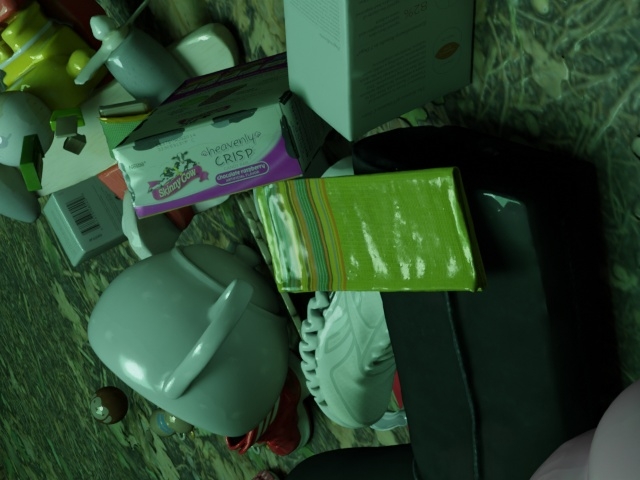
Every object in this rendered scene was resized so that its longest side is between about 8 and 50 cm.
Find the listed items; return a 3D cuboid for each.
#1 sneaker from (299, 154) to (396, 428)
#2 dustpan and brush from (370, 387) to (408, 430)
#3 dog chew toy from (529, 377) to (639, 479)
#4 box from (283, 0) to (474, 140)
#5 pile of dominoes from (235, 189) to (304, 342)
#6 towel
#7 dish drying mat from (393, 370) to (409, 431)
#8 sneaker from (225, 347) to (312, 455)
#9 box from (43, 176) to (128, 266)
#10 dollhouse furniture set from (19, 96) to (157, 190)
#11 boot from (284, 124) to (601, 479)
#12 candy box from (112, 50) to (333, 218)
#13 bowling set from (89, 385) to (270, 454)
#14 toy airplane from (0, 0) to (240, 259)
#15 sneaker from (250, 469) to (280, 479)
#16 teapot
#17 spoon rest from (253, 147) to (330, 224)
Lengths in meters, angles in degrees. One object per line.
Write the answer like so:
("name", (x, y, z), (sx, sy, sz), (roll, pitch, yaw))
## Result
("sneaker", (0.053, 0.066, 1.456), (0.118, 0.110, 0.292), (23, 124, 36))
("dustpan and brush", (0.113, 0.175, 1.522), (0.147, 0.060, 0.211), (65, 157, -4))
("dog chew toy", (0.267, 0.182, 1.051), (0.206, 0.207, 0.331), (52, 141, 25))
("box", (0.047, -0.189, 1.198), (0.091, 0.130, 0.170), (43, 149, 37))
("pile of dominoes", (-0.027, 0.058, 1.697), (0.196, 0.040, 0.251), (-131, 16, -79))
("towel", (0.034, -0.005, 1.211), (0.237, 0.021, 0.102), (-2, 108, 49))
("dish drying mat", (0.093, 0.175, 1.630), (0.032, 0.008, 0.083), (-1, 112, 63))
("sneaker", (-0.080, 0.229, 1.876), (0.087, 0.128, 0.221), (40, 150, 26))
("box", (-0.335, -0.034, 2.180), (0.101, 0.102, 0.087), (61, 154, 5))
("dollhouse furniture set", (-0.246, -0.100, 1.608), (0.058, 0.152, 0.076), (-99, 0, -49))
("boot", (0.082, 0.111, 1.328), (0.367, 0.146, 0.445), (7, 127, 30))
("candy box", (-0.074, -0.106, 1.359), (0.233, 0.159, 0.071), (-60, -46, -66))
("bowling set", (-0.206, 0.206, 2.058), (0.287, 0.200, 0.154), (60, 155, -1))
("toy airplane", (-0.286, -0.135, 1.751), (0.384, 0.272, 0.386), (26, 123, 21))
("sneaker", (-0.048, 0.413, 2.044), (0.112, 0.121, 0.299), (40, 175, -26))
("teapot", (-0.128, 0.090, 1.691), (0.256, 0.187, 0.252), (39, -172, 38))
("spoon rest", (0.000, 0.000, 1.533), (0.084, 0.137, 0.276), (-3, 127, 20))
